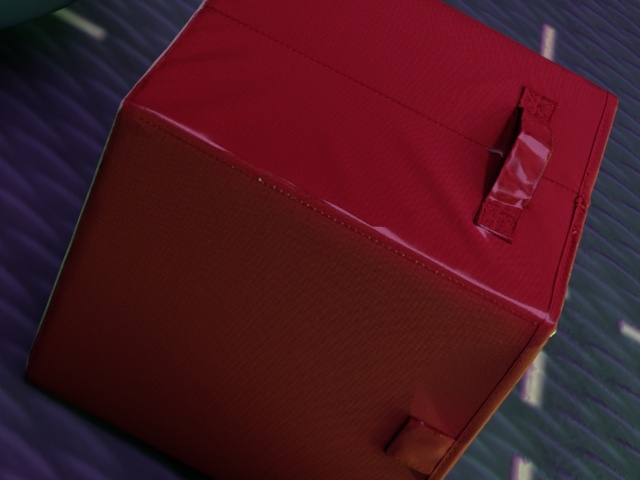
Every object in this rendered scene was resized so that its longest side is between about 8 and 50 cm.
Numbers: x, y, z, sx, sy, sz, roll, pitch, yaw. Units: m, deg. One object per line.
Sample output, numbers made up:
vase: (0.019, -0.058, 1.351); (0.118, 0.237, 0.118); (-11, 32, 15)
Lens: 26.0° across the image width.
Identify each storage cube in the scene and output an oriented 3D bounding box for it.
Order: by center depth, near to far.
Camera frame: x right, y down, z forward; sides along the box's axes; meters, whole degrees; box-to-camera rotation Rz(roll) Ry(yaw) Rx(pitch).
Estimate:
storage cube: (0.000, 0.000, 0.657); (0.193, 0.215, 0.183); (28, 42, -2)

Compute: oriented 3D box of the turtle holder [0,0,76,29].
turtle holder: (-0.189, -0.198, 0.682); (0.243, 0.227, 0.320); (28, 43, -13)
